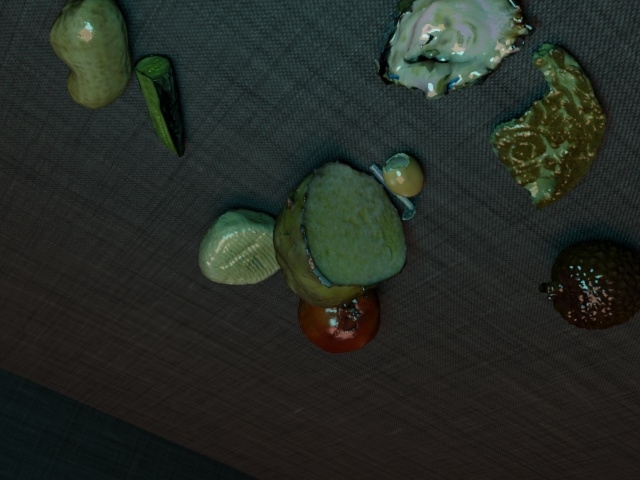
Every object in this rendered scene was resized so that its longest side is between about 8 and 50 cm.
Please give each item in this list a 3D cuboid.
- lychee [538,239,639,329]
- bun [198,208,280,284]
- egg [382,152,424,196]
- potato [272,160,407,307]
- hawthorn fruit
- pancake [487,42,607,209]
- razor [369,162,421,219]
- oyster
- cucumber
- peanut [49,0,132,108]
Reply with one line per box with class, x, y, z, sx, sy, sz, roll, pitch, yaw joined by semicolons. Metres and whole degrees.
lychee;0.575;0.094;1.338;0.238;0.200;0.200;-3;140;-5
bun;-0.183;0.011;1.490;0.220;0.134;0.220;-14;142;-11
egg;0.168;-0.127;1.271;0.080;0.080;0.096;-12;131;27
potato;0.000;0.000;1.360;0.300;0.289;0.237;6;170;-38
hawthorn fruit;0.052;0.169;1.523;0.211;0.211;0.299;16;171;-3
pancake;0.407;-0.191;1.157;0.197;0.054;0.377;4;138;9
razor;0.152;-0.112;1.324;0.135;0.068;0.040;44;131;-17
oyster;0.204;-0.321;1.035;0.198;0.092;0.259;35;127;-24
cucumber;-0.305;-0.267;1.262;0.078;0.062;0.211;37;155;25
peanut;-0.416;-0.340;1.157;0.137;0.122;0.253;13;145;0
